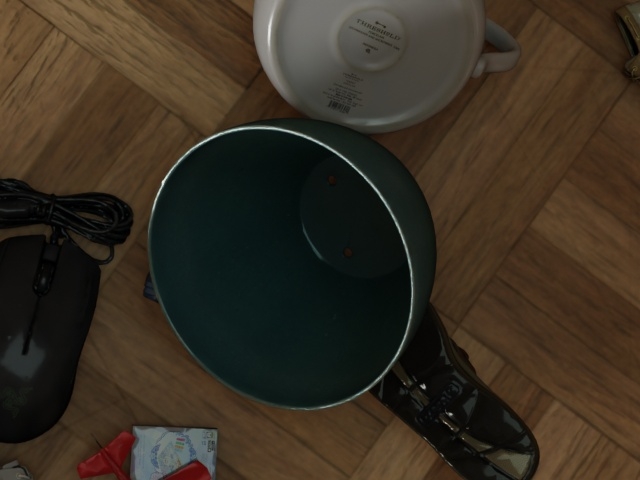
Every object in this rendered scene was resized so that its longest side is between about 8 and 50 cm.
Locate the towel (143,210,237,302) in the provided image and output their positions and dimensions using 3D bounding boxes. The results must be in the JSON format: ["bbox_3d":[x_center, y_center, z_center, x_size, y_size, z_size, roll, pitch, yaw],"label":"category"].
[{"bbox_3d":[-0.136,0.016,1.984,0.067,0.029,0.119,24,85,-7],"label":"towel"}]

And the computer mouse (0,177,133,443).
[{"bbox_3d":[-0.301,0.074,1.935,0.188,0.072,0.272,10,86,-9],"label":"computer mouse"}]

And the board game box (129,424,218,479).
[{"bbox_3d":[-0.154,0.239,1.977,0.090,0.020,0.090,4,88,-8],"label":"board game box"}]

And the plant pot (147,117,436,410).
[{"bbox_3d":[0.000,0.000,1.903,0.290,0.195,0.290,10,112,25],"label":"plant pot"}]

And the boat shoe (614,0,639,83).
[{"bbox_3d":[0.352,-0.194,2.062,0.045,0.050,0.135,-13,80,-6],"label":"boat shoe"}]

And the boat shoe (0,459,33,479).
[{"bbox_3d":[-0.329,0.249,1.933,0.184,0.066,0.063,41,83,4],"label":"boat shoe"}]

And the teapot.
[{"bbox_3d":[0.052,-0.243,1.954,0.252,0.187,0.256,-20,118,9],"label":"teapot"}]

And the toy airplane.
[{"bbox_3d":[-0.189,0.258,1.947,0.151,0.028,0.151,0,89,-6],"label":"toy airplane"}]

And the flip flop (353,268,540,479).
[{"bbox_3d":[0.126,0.151,1.989,0.112,0.080,0.277,-46,77,10],"label":"flip flop"}]
